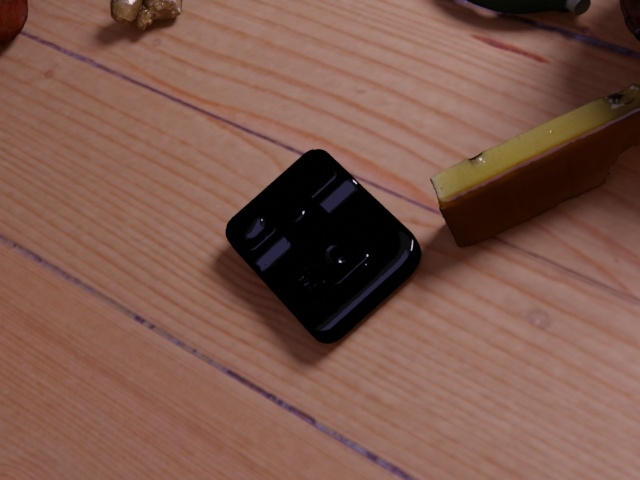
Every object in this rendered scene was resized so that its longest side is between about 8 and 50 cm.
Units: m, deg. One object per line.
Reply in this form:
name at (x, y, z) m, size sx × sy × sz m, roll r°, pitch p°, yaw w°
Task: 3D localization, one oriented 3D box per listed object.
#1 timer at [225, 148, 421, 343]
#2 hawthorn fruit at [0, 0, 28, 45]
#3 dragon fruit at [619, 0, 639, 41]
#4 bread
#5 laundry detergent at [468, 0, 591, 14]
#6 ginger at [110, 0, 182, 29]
timer at (0.000, 0.000, 1.166) m, size 0.144 × 0.055 × 0.187 m, roll -41°, pitch 55°, yaw -5°
hawthorn fruit at (-0.502, -0.342, 1.492) m, size 0.253 × 0.205 × 0.205 m, roll 4°, pitch 63°, yaw 32°
dragon fruit at (0.405, -0.302, 1.025) m, size 0.329 × 0.329 × 0.329 m, roll -10°, pitch 59°, yaw 17°
bread at (0.220, -0.072, 1.098) m, size 0.226 × 0.088 × 0.049 m, roll -24°, pitch 52°, yaw 7°
laundry detergent at (0.213, -0.306, 1.252) m, size 0.137 × 0.063 × 0.211 m, roll -38°, pitch 57°, yaw 1°
ginger at (-0.182, -0.359, 1.453) m, size 0.193 × 0.052 × 0.176 m, roll -16°, pitch 57°, yaw 4°
